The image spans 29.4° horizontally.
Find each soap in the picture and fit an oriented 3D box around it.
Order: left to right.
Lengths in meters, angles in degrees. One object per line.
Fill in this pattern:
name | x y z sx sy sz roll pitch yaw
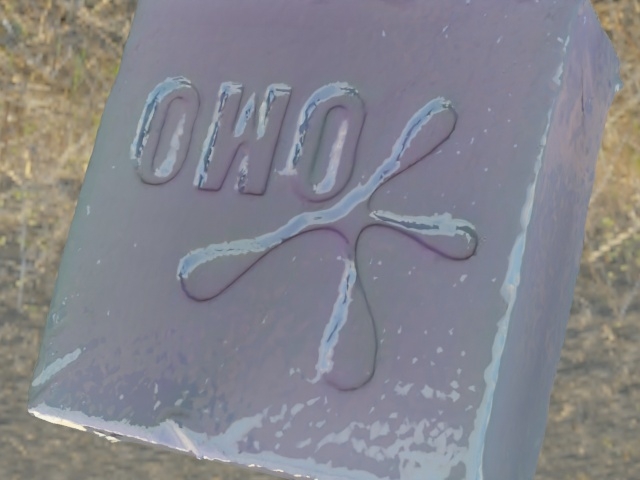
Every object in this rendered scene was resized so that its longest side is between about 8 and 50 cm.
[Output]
soap | 0.000 0.000 0.705 0.296 0.285 0.107 5 166 30
